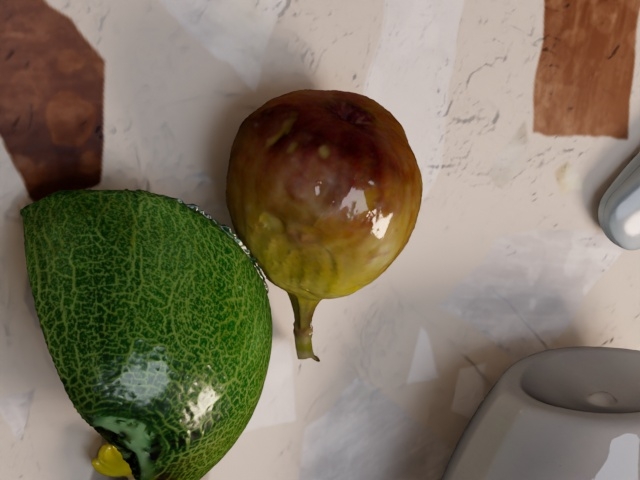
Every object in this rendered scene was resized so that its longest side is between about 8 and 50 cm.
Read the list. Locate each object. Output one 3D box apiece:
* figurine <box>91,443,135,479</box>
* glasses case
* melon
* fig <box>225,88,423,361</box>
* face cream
[{"bbox_3d":[-0.156,0.255,1.601,0.130,0.109,0.178,27,92,-11],"label":"figurine"},{"bbox_3d":[0.328,-0.066,1.811,0.178,0.045,0.067,-45,126,-11],"label":"glasses case"},{"bbox_3d":[-0.109,0.083,1.485,0.129,0.169,0.265,-23,128,16],"label":"melon"},{"bbox_3d":[0.000,0.000,1.578,0.159,0.159,0.257,-17,132,-27],"label":"fig"},{"bbox_3d":[0.234,0.289,1.776,0.312,0.219,0.357,-8,115,-31],"label":"face cream"}]
